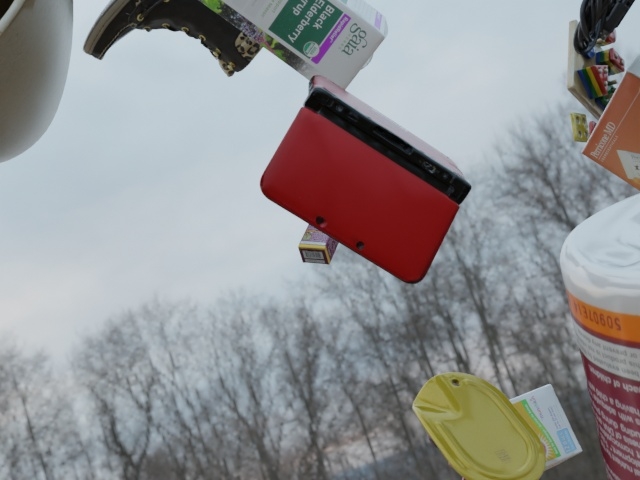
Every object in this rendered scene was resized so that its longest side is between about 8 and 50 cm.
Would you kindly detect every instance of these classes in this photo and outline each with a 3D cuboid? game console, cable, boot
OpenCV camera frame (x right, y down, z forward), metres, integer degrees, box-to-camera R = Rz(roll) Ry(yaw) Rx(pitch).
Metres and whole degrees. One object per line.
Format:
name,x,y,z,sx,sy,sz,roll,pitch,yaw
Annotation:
game console,0.034,-0.051,0.733,0.085,0.144,0.124,-55,11,14
cable,0.370,-0.322,1.180,0.151,0.047,0.184,-23,-32,-59
boot,-0.277,-0.442,1.931,0.377,0.284,0.138,-42,22,18

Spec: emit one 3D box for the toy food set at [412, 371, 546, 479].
toy food set,0.191,0.257,1.118,0.128,0.218,0.071,-9,-47,-27

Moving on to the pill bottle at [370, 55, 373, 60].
pill bottle,0.049,-0.316,1.551,0.078,0.078,0.137,-21,7,10

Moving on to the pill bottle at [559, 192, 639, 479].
pill bottle,0.336,0.162,0.739,0.224,0.392,0.224,-15,16,4

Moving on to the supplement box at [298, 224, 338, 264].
supplement box,0.000,0.000,1.723,0.055,0.083,0.043,4,-45,23

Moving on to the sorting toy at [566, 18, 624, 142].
sorting toy,0.458,-0.274,1.558,0.046,0.274,0.132,-11,-29,40

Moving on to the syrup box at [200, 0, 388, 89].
syrup box,-0.044,-0.274,1.071,0.093,0.237,0.096,-51,11,23

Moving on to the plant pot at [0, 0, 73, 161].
plant pot,-0.270,-0.147,0.623,0.257,0.256,0.274,-18,-12,-5

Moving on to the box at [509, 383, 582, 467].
box,0.316,0.313,1.484,0.103,0.114,0.203,-19,-20,-9

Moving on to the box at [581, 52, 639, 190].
box,0.576,-0.135,1.304,0.168,0.345,0.215,-48,-16,-21
